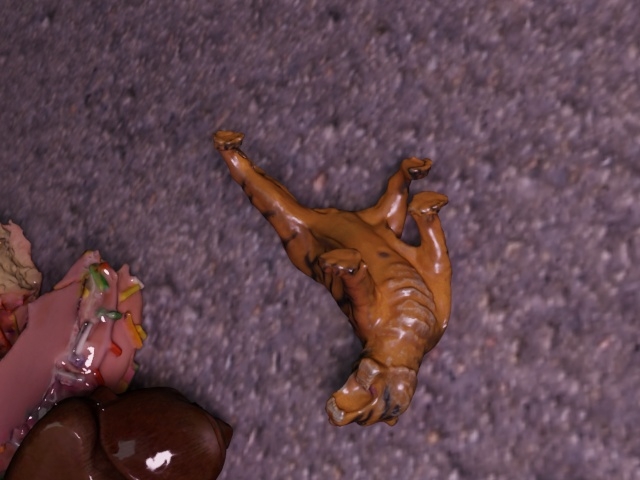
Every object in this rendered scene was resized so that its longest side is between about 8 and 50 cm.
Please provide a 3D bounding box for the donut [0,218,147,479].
[{"bbox_3d":[-0.232,0.090,0.988,0.233,0.085,0.199,19,82,45],"label":"donut"}]

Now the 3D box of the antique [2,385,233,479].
[{"bbox_3d":[-0.169,0.186,0.856,0.257,0.143,0.121,-42,90,17],"label":"antique"}]

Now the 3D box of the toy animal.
[{"bbox_3d":[0.008,-0.001,0.831,0.255,0.114,0.116,-130,33,-48],"label":"toy animal"}]
